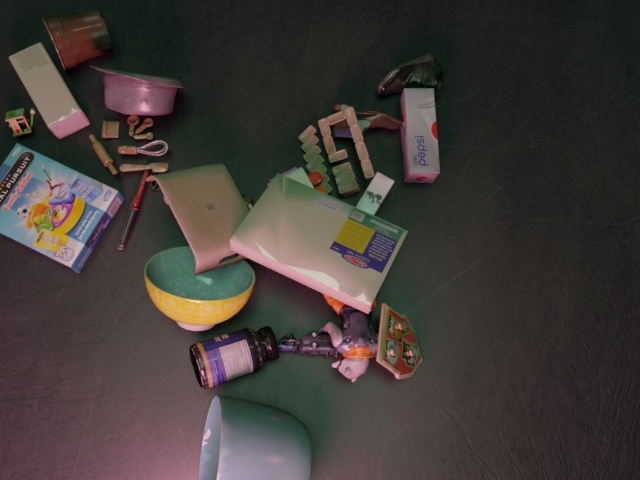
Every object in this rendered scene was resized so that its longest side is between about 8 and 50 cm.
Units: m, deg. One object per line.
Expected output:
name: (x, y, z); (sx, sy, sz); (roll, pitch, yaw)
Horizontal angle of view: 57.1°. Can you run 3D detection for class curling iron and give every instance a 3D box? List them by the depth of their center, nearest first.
curling iron: (-0.530, -0.098, 1.724); (0.068, 0.035, 0.274); (21, 73, 3)

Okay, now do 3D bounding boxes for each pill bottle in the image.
pill bottle: (-0.227, 0.305, 1.570); (0.219, 0.123, 0.122); (-15, 75, -21)

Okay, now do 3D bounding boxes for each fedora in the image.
fedora: (-0.545, -0.436, 1.754); (0.276, 0.244, 0.124); (6, 102, -11)

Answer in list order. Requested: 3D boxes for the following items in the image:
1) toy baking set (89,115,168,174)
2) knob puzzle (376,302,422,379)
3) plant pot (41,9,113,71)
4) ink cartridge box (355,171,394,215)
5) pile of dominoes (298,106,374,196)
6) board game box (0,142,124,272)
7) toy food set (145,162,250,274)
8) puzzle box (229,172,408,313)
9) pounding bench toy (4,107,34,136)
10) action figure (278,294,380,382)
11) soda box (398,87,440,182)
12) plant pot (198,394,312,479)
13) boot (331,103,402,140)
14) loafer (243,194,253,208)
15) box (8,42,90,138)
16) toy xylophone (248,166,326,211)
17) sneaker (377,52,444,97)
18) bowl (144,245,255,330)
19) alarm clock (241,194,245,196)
toy baking set: (-0.570, -0.283, 1.761); (0.197, 0.030, 0.256); (-28, 68, -12)
knob puzzle: (0.227, 0.285, 1.599); (0.030, 0.213, 0.213); (-20, 70, 37)
plant pot: (-0.741, -0.628, 1.812); (0.165, 0.167, 0.167); (-24, 76, -18)
ink cartridge box: (0.142, -0.099, 1.730); (0.062, 0.104, 0.181); (31, 75, 6)
pile of dominoes: (0.047, -0.258, 1.796); (0.196, 0.040, 0.251); (-19, 76, 14)
board game box: (-0.781, -0.094, 1.686); (0.336, 0.079, 0.253); (25, 73, 4)
toy food set: (-0.317, -0.069, 1.616); (0.220, 0.092, 0.306); (-19, 74, -42)
puzzle box: (0.000, 0.000, 1.575); (0.409, 0.052, 0.272); (25, 55, 10)
pounding bench toy: (-0.885, -0.354, 1.761); (0.083, 0.065, 0.052); (-17, 43, -8)
action figure: (0.047, 0.217, 1.598); (0.341, 0.178, 0.330); (-4, 64, -8)
soda box: (0.303, -0.323, 1.814); (0.098, 0.091, 0.286); (1, 74, -4)
plant pot: (-0.157, 0.535, 1.440); (0.235, 0.293, 0.293); (9, 73, -17)
boot: (0.137, -0.348, 1.830); (0.219, 0.082, 0.106); (14, 89, 4)
loafer: (-0.234, -0.063, 1.725); (0.050, 0.056, 0.148); (30, 84, 5)
box: (-0.819, -0.453, 1.783); (0.113, 0.094, 0.275); (-30, 78, -11)
toy xylophone: (-0.072, -0.064, 1.718); (0.236, 0.081, 0.322); (-19, 76, -3)
sneaker: (0.298, -0.498, 1.868); (0.228, 0.087, 0.130); (-26, 70, -16)
bowl: (-0.328, 0.148, 1.585); (0.290, 0.289, 0.156); (11, 116, 0)
alarm clock: (-0.328, -0.109, 1.725); (0.192, 0.064, 0.129); (-38, 79, -16)
